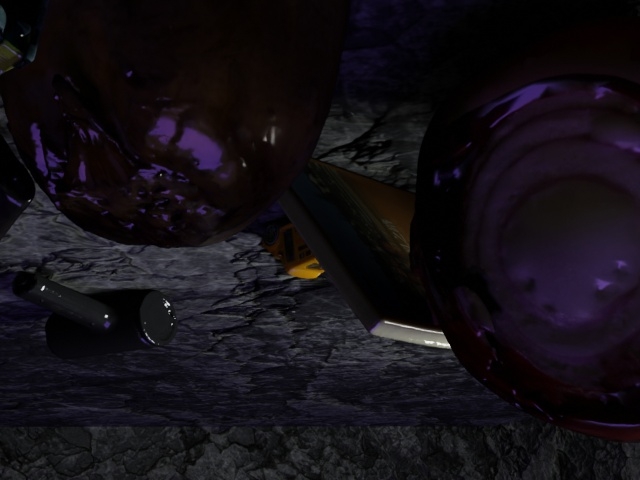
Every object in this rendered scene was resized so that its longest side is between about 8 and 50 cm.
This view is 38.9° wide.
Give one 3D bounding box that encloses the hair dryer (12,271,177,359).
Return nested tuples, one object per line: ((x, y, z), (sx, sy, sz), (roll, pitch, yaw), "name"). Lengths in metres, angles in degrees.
((-0.367, 0.102, 1.368), (0.197, 0.089, 0.251), (-10, 152, 23), "hair dryer")

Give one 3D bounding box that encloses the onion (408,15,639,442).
((0.231, -0.003, 0.765), (0.341, 0.341, 0.341), (-4, 162, -1), "onion")

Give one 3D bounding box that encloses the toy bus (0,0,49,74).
((-0.245, -0.163, 0.503), (0.101, 0.088, 0.175), (-17, 144, 31), "toy bus")

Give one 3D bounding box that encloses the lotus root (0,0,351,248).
((-0.107, -0.103, 0.647), (0.272, 0.192, 0.272), (3, 160, 1), "lotus root")

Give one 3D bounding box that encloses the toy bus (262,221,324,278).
((0.000, 0.000, 1.122), (0.070, 0.074, 0.162), (10, 156, -41), "toy bus")

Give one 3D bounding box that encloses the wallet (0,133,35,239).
((-0.337, -0.047, 0.772), (0.044, 0.170, 0.321), (-33, -179, -37), "wallet")

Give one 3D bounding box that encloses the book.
((0.113, 0.019, 0.963), (0.374, 0.262, 0.028), (14, 123, -45), "book")
